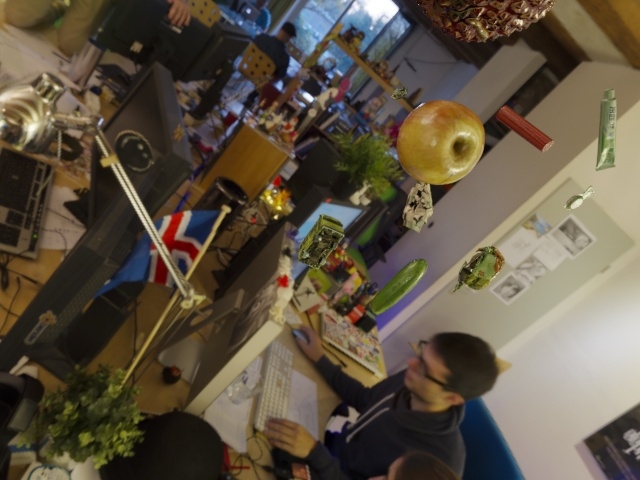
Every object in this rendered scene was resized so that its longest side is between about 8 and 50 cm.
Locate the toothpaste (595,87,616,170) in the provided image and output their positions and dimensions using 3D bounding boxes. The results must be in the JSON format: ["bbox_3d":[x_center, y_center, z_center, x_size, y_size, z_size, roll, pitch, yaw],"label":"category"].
[{"bbox_3d":[1.055,-0.404,1.651,0.048,0.074,0.297,-93,171,-66],"label":"toothpaste"}]

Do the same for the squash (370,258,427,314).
[{"bbox_3d":[0.294,0.179,1.707,0.082,0.292,0.082,39,17,-14],"label":"squash"}]

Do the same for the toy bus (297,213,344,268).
[{"bbox_3d":[0.000,0.000,1.456,0.088,0.175,0.101,23,38,-18],"label":"toy bus"}]

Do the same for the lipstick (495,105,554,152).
[{"bbox_3d":[0.906,-0.500,2.000,0.073,0.073,0.280,13,34,-55],"label":"lipstick"}]

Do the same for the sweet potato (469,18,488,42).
[{"bbox_3d":[0.392,-0.514,1.097,0.115,0.026,0.026,9,39,-55],"label":"sweet potato"}]

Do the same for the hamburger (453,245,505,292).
[{"bbox_3d":[0.631,0.131,1.813,0.125,0.235,0.214,35,-7,15],"label":"hamburger"}]

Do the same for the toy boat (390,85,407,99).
[{"bbox_3d":[0.278,-0.524,1.598,0.038,0.038,0.083,35,-22,-22],"label":"toy boat"}]

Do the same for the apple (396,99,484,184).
[{"bbox_3d":[0.386,-0.316,1.467,0.286,0.286,0.233,29,2,-34],"label":"apple"}]

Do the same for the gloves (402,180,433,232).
[{"bbox_3d":[0.395,-0.146,1.775,0.111,0.212,0.127,25,5,2],"label":"gloves"}]

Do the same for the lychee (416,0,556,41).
[{"bbox_3d":[0.493,-0.774,1.205,0.425,0.500,0.424,55,14,-20],"label":"lychee"}]

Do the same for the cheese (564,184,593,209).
[{"bbox_3d":[0.978,-0.155,1.698,0.067,0.120,0.026,47,13,-41],"label":"cheese"}]
